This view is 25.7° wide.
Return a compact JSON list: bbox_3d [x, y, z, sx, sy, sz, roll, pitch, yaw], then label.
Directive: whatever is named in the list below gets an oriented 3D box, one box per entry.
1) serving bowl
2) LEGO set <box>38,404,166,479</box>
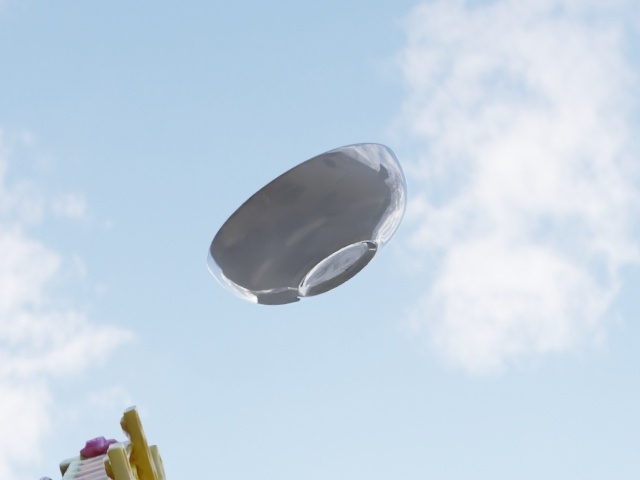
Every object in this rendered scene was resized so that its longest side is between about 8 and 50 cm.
[{"bbox_3d":[0.000,0.000,0.526,0.083,0.027,0.083,-28,-21,-12],"label":"serving bowl"},{"bbox_3d":[-0.099,0.143,0.516,0.107,0.132,0.287,-16,-20,-4],"label":"LEGO set"}]
